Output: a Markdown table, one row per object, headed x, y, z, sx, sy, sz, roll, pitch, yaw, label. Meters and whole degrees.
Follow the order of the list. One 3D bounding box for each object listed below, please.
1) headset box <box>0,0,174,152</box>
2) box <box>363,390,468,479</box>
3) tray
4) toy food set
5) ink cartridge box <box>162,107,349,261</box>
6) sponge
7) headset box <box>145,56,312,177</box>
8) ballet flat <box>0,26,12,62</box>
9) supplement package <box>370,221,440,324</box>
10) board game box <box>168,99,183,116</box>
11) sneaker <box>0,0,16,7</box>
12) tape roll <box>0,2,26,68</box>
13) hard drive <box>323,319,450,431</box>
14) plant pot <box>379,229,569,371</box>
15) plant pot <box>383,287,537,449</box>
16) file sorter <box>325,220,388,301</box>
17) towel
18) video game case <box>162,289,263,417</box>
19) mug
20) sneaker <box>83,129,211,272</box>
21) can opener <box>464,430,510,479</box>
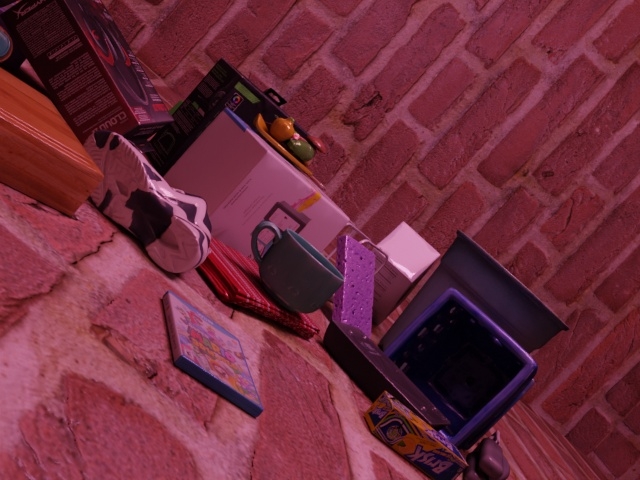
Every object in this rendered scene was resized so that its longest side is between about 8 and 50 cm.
| x | y | z | sx | sy | sz | roll | pitch | yaw | label |
| --- | --- | --- | --- | --- | --- | --- | --- | --- | --- |
| -0.380 | -0.275 | 1.348 | 0.293 | 0.110 | 0.218 | 59 | 9 | -6 | headset box |
| 0.148 | 0.310 | 1.222 | 0.169 | 0.054 | 0.059 | 40 | 6 | -19 | box |
| -0.438 | -0.185 | 0.852 | 0.203 | 0.076 | 0.411 | 46 | 8 | 38 | tray |
| -0.048 | -0.196 | 1.573 | 0.128 | 0.071 | 0.218 | 44 | 4 | 31 | toy food set |
| -0.124 | -0.077 | 1.530 | 0.270 | 0.197 | 0.198 | 38 | 7 | -45 | ink cartridge box |
| 0.074 | 0.105 | 1.721 | 0.117 | 0.031 | 0.210 | 34 | 53 | -46 | sponge |
| -0.187 | -0.212 | 1.691 | 0.246 | 0.283 | 0.131 | 38 | 7 | -41 | headset box |
| -0.581 | -0.347 | 1.194 | 0.073 | 0.080 | 0.232 | 4 | -31 | 51 | ballet flat |
| 0.185 | 0.090 | 2.080 | 0.134 | 0.139 | 0.244 | 43 | -35 | 11 | supplement package |
| -0.255 | -0.204 | 2.083 | 0.316 | 0.064 | 0.242 | 50 | 5 | 28 | board game box |
| -0.573 | -0.428 | 1.226 | 0.147 | 0.295 | 0.105 | 73 | 20 | -54 | sneaker |
| -0.583 | -0.392 | 1.374 | 0.189 | 0.080 | 0.189 | 41 | 6 | -5 | tape roll |
| 0.116 | 0.253 | 1.426 | 0.254 | 0.054 | 0.172 | 45 | 6 | 24 | hard drive |
| 0.338 | 0.208 | 1.852 | 0.341 | 0.334 | 0.341 | 42 | 6 | -6 | plant pot |
| 0.281 | 0.270 | 1.576 | 0.236 | 0.236 | 0.212 | 45 | 0 | 29 | plant pot |
| 0.000 | 0.000 | 1.933 | 0.278 | 0.173 | 0.193 | 45 | 6 | 30 | file sorter |
| -0.124 | 0.067 | 1.309 | 0.199 | 0.031 | 0.275 | 46 | 7 | 34 | towel |
| -0.128 | 0.128 | 0.913 | 0.119 | 0.015 | 0.166 | 39 | 6 | -25 | video game case |
| -0.048 | 0.050 | 1.307 | 0.158 | 0.097 | 0.129 | 43 | 5 | 21 | mug |
| -0.237 | -0.054 | 1.133 | 0.235 | 0.094 | 0.153 | 43 | 4 | 7 | sneaker |
| 0.326 | 0.423 | 1.476 | 0.095 | 0.076 | 0.283 | 43 | 7 | 10 | can opener |
